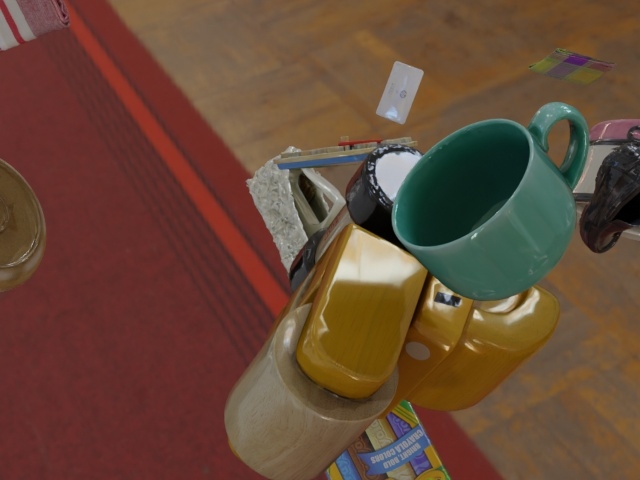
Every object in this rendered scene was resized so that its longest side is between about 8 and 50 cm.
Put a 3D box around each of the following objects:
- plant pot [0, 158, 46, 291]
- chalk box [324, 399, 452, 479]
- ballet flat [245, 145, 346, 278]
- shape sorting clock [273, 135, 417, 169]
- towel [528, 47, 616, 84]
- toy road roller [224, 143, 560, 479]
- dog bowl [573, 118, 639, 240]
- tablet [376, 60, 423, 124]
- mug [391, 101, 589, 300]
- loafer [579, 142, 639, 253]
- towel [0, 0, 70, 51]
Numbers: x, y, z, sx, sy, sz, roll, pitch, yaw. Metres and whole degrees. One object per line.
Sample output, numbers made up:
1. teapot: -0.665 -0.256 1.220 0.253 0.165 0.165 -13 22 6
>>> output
1. plant pot: -0.497 -0.039 1.772 0.032 0.236 0.236 -30 21 37
2. chalk box: 0.118 0.412 1.969 0.179 0.180 0.289 -24 59 -5
3. ballet flat: 0.000 0.000 1.908 0.147 0.147 0.409 -23 53 -10
4. shape sorting clock: 0.035 -0.127 1.710 0.206 0.040 0.206 -5 1 0
5. towel: 0.284 -0.196 1.363 0.083 0.009 0.060 9 -17 -20
6. toy road roller: 0.080 0.094 1.129 0.240 0.202 0.330 30 49 -4
7. dog bowl: 0.596 -0.083 1.987 0.408 0.408 0.150 10 85 35
8. tablet: 0.115 -0.216 1.763 0.054 0.083 0.006 26 11 35
9. mug: 0.147 -0.022 0.950 0.157 0.097 0.129 -24 38 30
10. loafer: 0.414 -0.043 1.672 0.076 0.223 0.078 -31 62 -19
11. towel: -0.550 -0.386 1.814 0.329 0.237 0.037 -13 21 29
